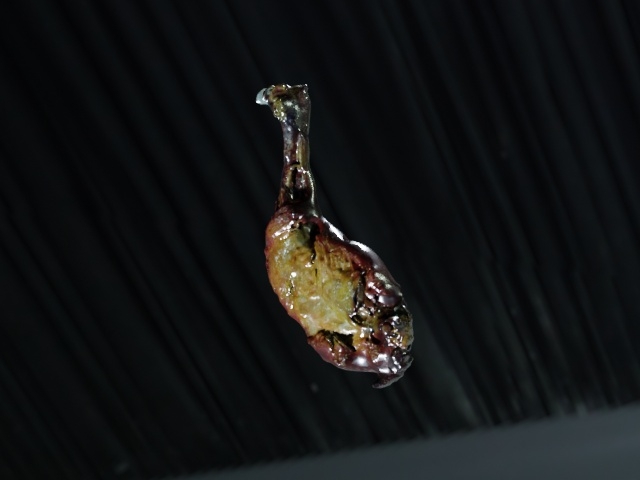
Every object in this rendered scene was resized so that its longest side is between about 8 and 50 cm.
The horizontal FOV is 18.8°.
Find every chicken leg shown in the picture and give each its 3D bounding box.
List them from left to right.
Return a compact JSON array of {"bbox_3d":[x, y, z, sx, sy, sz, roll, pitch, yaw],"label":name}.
[{"bbox_3d":[0.000,0.000,1.463,0.106,0.051,0.253,-43,63,41],"label":"chicken leg"}]
